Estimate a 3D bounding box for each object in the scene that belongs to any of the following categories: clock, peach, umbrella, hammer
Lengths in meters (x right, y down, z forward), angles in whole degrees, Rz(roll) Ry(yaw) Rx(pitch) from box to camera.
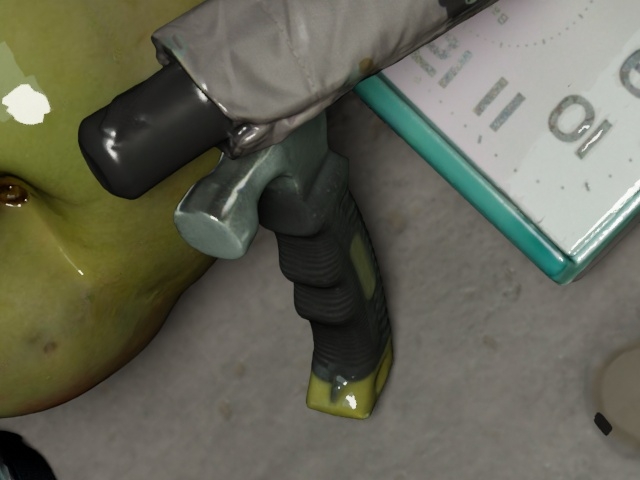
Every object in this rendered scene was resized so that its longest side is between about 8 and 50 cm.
[{"bbox_3d":[0.123,-0.143,0.884,0.262,0.116,0.231,46,103,20],"label":"clock"},{"bbox_3d":[-0.154,-0.054,0.878,0.247,0.292,0.292,17,89,-4],"label":"peach"},{"bbox_3d":[0.039,-0.123,0.748,0.337,0.067,0.073,-33,61,-12],"label":"umbrella"},{"bbox_3d":[0.000,0.000,0.851,0.041,0.226,0.159,13,54,26],"label":"hammer"}]

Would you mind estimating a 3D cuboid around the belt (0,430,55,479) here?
[{"bbox_3d":[-0.207,0.177,0.974,0.105,0.058,0.140,-13,80,20],"label":"belt"}]
